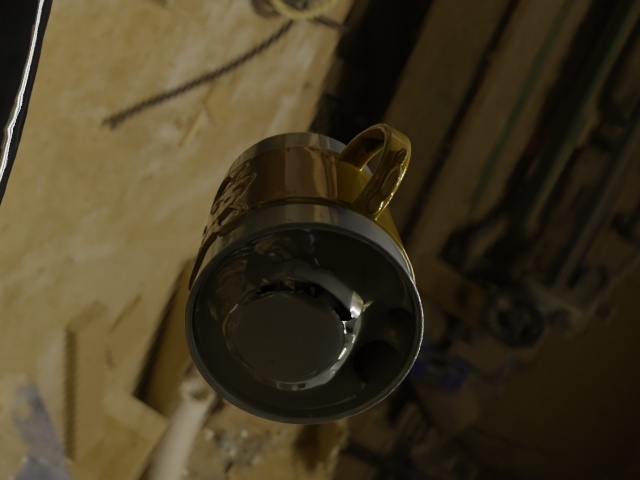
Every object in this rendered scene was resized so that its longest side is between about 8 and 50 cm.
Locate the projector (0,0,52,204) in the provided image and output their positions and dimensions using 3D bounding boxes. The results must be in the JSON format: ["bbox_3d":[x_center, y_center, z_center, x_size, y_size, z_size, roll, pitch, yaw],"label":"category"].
[{"bbox_3d":[-0.300,-0.218,0.658,0.242,0.395,0.405,-139,-119,-66],"label":"projector"}]

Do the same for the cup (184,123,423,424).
[{"bbox_3d":[0.000,0.000,1.266,0.241,0.185,0.226,-53,-162,21],"label":"cup"}]
